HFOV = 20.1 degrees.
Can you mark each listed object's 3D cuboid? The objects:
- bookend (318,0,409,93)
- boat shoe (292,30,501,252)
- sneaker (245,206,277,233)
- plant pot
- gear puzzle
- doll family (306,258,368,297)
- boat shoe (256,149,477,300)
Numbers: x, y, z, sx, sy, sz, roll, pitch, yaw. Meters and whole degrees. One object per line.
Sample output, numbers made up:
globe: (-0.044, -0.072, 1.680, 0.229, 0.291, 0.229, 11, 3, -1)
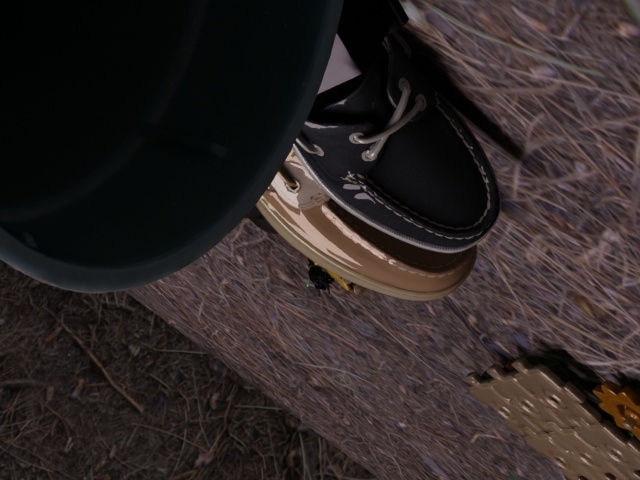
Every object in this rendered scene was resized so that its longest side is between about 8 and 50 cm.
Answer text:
bookend: (-0.044, -0.109, 1.136, 0.156, 0.157, 0.072, -22, 110, 28)
boat shoe: (0.016, -0.104, 1.264, 0.302, 0.114, 0.091, 40, 174, -8)
sneaker: (-0.091, -0.067, 1.573, 0.109, 0.130, 0.286, 31, 167, 26)
plant pot: (-0.215, -0.169, 0.971, 0.334, 0.341, 0.341, 12, 155, 34)
gear puzzle: (0.254, 0.163, 1.739, 0.175, 0.044, 0.339, 41, 165, -3)
doll family: (0.000, 0.000, 1.820, 0.193, 0.076, 0.111, 51, 168, -29)
boat shoe: (-0.008, -0.085, 1.385, 0.341, 0.122, 0.110, 40, 151, -4)
